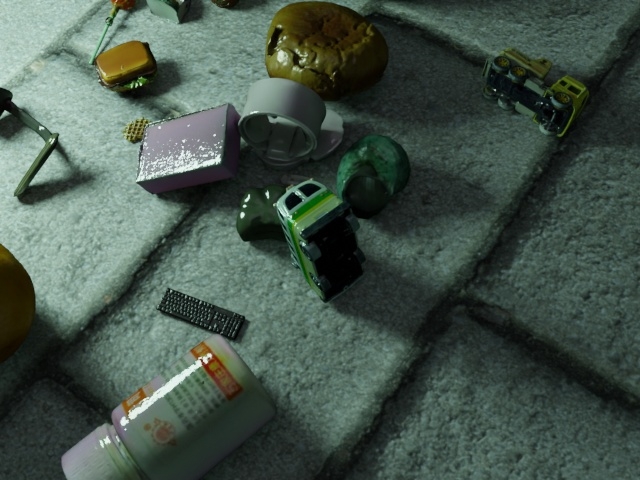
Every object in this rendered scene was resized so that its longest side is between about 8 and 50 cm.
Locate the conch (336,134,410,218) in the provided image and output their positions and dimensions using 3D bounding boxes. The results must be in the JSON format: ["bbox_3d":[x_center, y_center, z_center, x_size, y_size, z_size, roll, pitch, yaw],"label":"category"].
[{"bbox_3d":[0.136,-0.162,1.637,0.202,0.134,0.196,-8,105,-8],"label":"conch"}]

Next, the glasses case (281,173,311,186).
[{"bbox_3d":[-0.058,-0.149,1.693,0.083,0.021,0.032,11,68,7],"label":"glasses case"}]

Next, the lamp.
[{"bbox_3d":[-0.800,-0.253,1.737,0.283,0.124,0.203,37,92,15],"label":"lamp"}]

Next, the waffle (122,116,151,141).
[{"bbox_3d":[-0.487,-0.294,1.780,0.085,0.016,0.078,-21,62,-8],"label":"waffle"}]

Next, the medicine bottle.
[{"bbox_3d":[-0.298,0.385,1.342,0.388,0.219,0.219,-38,69,-13],"label":"medicine bottle"}]

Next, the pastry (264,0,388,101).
[{"bbox_3d":[0.010,-0.504,1.757,0.356,0.163,0.356,0,48,0],"label":"pastry"}]

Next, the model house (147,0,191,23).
[{"bbox_3d":[-0.433,-0.702,1.932,0.101,0.087,0.100,25,69,9],"label":"model house"}]

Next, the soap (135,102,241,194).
[{"bbox_3d":[-0.324,-0.226,1.657,0.259,0.081,0.181,-10,64,22],"label":"soap"}]

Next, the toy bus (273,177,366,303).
[{"bbox_3d":[0.000,0.000,1.485,0.134,0.276,0.165,-35,57,-15],"label":"toy bus"}]

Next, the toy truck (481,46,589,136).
[{"bbox_3d":[0.563,-0.402,1.740,0.272,0.124,0.157,39,62,21],"label":"toy truck"}]

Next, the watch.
[{"bbox_3d":[-0.068,-0.304,1.653,0.244,0.231,0.196,8,64,10],"label":"watch"}]

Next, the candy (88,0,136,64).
[{"bbox_3d":[-0.613,-0.632,1.925,0.084,0.078,0.287,17,74,7],"label":"candy"}]

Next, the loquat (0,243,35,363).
[{"bbox_3d":[-0.778,0.136,1.420,0.329,0.328,0.328,-1,65,2],"label":"loquat"}]

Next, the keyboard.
[{"bbox_3d":[-0.279,0.170,1.554,0.204,0.013,0.061,19,67,11],"label":"keyboard"}]

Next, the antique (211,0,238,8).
[{"bbox_3d":[-0.277,-0.724,1.931,0.104,0.104,0.104,-1,65,2],"label":"antique"}]

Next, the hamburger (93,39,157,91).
[{"bbox_3d":[-0.528,-0.465,1.823,0.166,0.087,0.137,-20,66,-6],"label":"hamburger"}]

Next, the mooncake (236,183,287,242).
[{"bbox_3d":[-0.118,-0.052,1.607,0.175,0.104,0.168,-26,73,-6],"label":"mooncake"}]
